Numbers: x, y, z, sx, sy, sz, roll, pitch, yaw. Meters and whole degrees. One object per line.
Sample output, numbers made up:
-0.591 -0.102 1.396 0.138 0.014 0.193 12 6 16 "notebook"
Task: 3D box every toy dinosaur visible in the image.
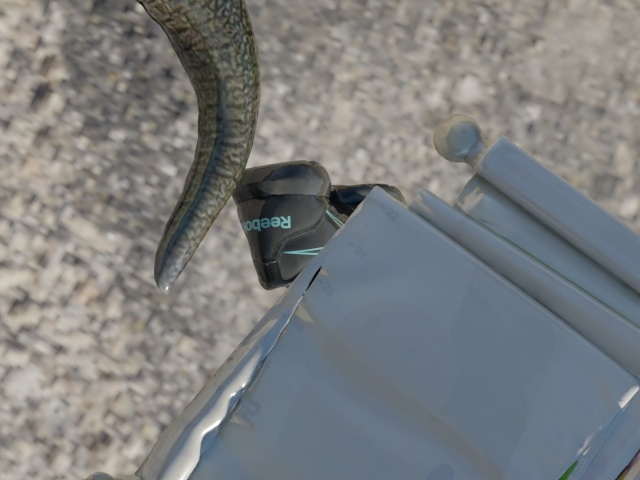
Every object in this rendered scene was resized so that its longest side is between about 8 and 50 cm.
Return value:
-0.078 -0.147 0.369 0.160 0.121 0.314 40 48 -74 "toy dinosaur"

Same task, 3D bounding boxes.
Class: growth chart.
0.030 0.080 0.652 0.237 0.172 0.021 -45 175 7 "growth chart"

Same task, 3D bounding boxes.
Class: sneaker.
0.000 0.000 1.715 0.267 0.101 0.106 11 70 -62 "sneaker"
